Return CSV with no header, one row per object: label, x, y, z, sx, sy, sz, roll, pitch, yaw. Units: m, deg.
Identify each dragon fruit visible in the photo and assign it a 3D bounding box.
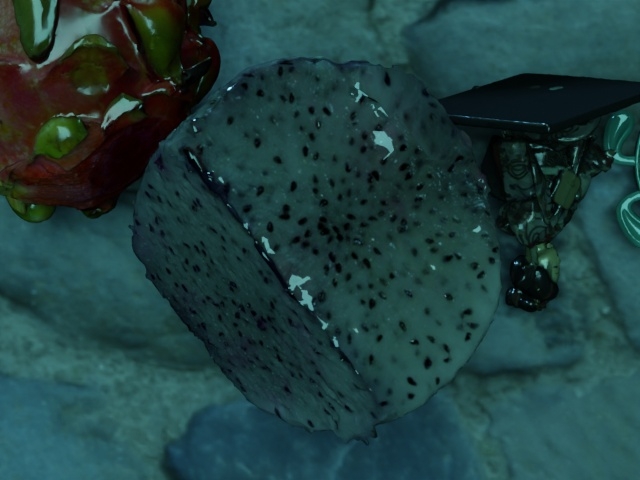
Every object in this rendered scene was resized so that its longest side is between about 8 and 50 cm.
dragon fruit,0.000,0.000,1.110,0.204,0.221,0.283,-38,93,-30
dragon fruit,-0.186,-0.172,1.125,0.243,0.227,0.307,44,69,-4

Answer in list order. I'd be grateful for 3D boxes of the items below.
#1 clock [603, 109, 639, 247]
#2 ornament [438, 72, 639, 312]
clock,0.336,-0.066,1.173,0.188,0.060,0.148,-8,87,2
ornament,0.187,-0.029,1.144,0.166,0.153,0.196,-21,113,-37
